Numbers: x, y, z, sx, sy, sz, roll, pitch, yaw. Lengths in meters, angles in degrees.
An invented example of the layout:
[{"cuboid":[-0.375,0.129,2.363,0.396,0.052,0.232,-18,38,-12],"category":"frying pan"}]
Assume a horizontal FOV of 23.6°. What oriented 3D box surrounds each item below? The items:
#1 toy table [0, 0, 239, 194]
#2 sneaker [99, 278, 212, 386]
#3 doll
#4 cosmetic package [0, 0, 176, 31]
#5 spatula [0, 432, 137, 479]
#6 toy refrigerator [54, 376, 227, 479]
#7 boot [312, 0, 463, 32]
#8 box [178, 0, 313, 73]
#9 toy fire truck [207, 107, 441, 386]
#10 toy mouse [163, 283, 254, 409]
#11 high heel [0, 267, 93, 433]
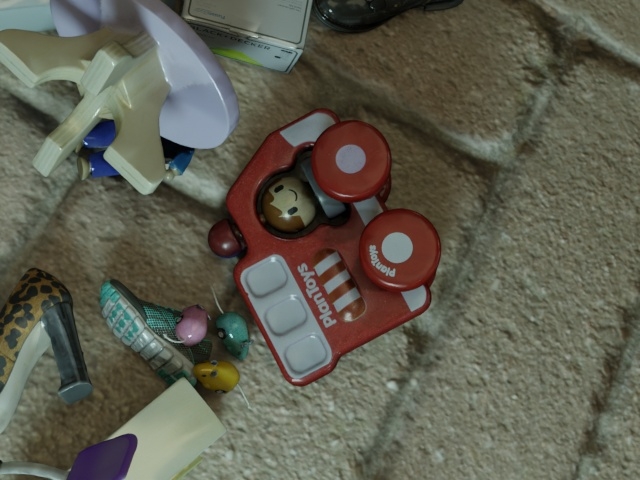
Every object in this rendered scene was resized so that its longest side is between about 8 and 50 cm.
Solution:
[{"cuboid":[-0.246,-0.184,1.818,0.274,0.252,0.161,35,49,7],"category":"toy table"},{"cuboid":[-0.201,0.105,1.883,0.166,0.065,0.076,48,51,-6],"category":"sneaker"},{"cuboid":[-0.219,-0.133,1.947,0.189,0.046,0.129,-12,79,-18],"category":"doll"},{"cuboid":[-0.360,-0.461,1.976,0.284,0.097,0.377,-10,78,-16],"category":"cosmetic package"},{"cuboid":[-0.339,0.261,1.729,0.296,0.030,0.084,-7,36,18],"category":"spatula"},{"cuboid":[-0.241,0.285,1.792,0.269,0.102,0.094,-39,87,-22],"category":"toy refrigerator"},{"cuboid":[0.131,-0.372,2.013,0.263,0.229,0.091,-16,79,-19],"category":"boot"},{"cuboid":[-0.087,-0.384,2.033,0.169,0.087,0.290,12,71,-12],"category":"box"},{"cuboid":[0.000,0.000,1.920,0.254,0.169,0.302,-28,82,-2],"category":"toy fire truck"},{"cuboid":[-0.127,0.113,1.879,0.161,0.031,0.143,31,49,-38],"category":"toy mouse"},{"cuboid":[-0.412,0.140,1.816,0.261,0.093,0.186,-18,57,-7],"category":"high heel"}]
